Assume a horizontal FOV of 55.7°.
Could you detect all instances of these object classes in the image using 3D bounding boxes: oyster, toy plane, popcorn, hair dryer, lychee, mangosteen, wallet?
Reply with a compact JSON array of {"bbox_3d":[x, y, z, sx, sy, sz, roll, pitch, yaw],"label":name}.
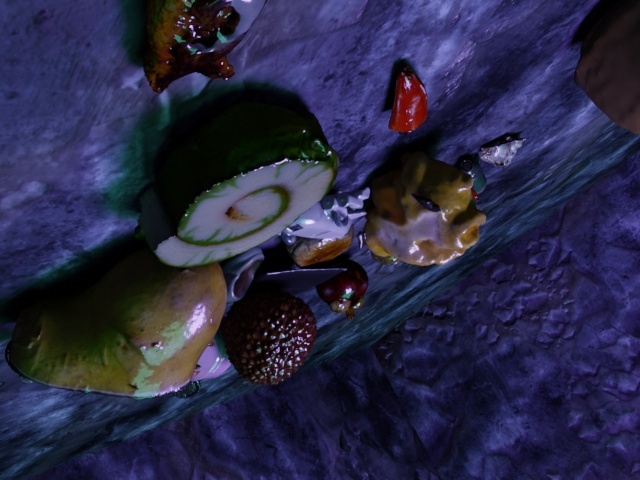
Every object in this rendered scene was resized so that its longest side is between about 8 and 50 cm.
[{"bbox_3d":[0.522,-0.258,1.724,0.166,0.053,0.108,-5,145,-49],"label":"oyster"},{"bbox_3d":[-0.006,-0.063,1.371,0.267,0.122,0.267,-13,171,-2],"label":"toy plane"},{"bbox_3d":[0.253,-0.086,1.513,0.316,0.297,0.281,5,-147,38],"label":"popcorn"},{"bbox_3d":[-0.491,0.368,1.807,0.251,0.197,0.089,9,118,-21],"label":"hair dryer"},{"bbox_3d":[-0.138,0.261,1.623,0.268,0.267,0.267,-25,162,-9],"label":"lychee"},{"bbox_3d":[0.076,0.159,1.966,0.200,0.199,0.200,-25,162,-9],"label":"mangosteen"},{"bbox_3d":[-0.107,0.123,1.708,0.247,0.041,0.323,-3,166,-31],"label":"wallet"}]

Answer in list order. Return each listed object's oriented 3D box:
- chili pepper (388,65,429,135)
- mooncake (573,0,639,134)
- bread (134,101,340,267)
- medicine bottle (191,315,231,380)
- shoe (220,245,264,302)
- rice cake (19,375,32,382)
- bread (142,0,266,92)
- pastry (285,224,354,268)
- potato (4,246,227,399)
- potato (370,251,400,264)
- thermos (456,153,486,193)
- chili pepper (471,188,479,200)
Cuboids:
[{"bbox_3d":[0.164,-0.277,1.154,0.088,0.065,0.169,-43,158,-7],"label":"chili pepper"},{"bbox_3d":[0.769,-0.428,1.313,0.393,0.246,0.394,-47,155,25],"label":"mooncake"},{"bbox_3d":[-0.155,-0.091,1.074,0.382,0.129,0.366,-27,164,-2],"label":"bread"},{"bbox_3d":[-0.376,0.275,1.611,0.202,0.202,0.316,-32,161,11],"label":"medicine bottle"},{"bbox_3d":[-0.229,0.114,1.560,0.251,0.100,0.103,-42,159,28],"label":"shoe"},{"bbox_3d":[-0.593,0.247,1.315,0.049,0.055,0.270,-51,-169,0],"label":"rice cake"},{"bbox_3d":[-0.139,-0.266,0.709,0.139,0.095,0.269,-16,172,-28],"label":"bread"},{"bbox_3d":[0.000,0.000,1.592,0.182,0.093,0.192,-24,163,-3],"label":"pastry"},{"bbox_3d":[-0.394,0.123,1.243,0.397,0.290,0.295,17,109,-12],"label":"potato"},{"bbox_3d":[0.268,-0.015,1.923,0.251,0.113,0.149,-38,154,2],"label":"potato"},{"bbox_3d":[0.438,-0.191,1.747,0.083,0.073,0.188,-31,161,13],"label":"thermos"},{"bbox_3d":[0.269,-0.091,1.691,0.369,0.091,0.137,-20,130,2],"label":"chili pepper"}]
